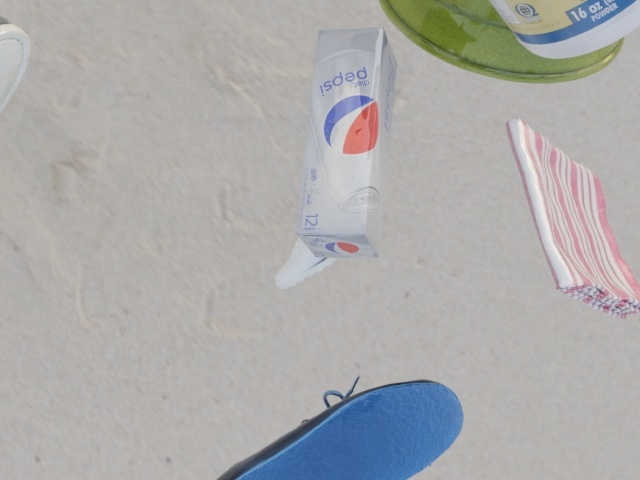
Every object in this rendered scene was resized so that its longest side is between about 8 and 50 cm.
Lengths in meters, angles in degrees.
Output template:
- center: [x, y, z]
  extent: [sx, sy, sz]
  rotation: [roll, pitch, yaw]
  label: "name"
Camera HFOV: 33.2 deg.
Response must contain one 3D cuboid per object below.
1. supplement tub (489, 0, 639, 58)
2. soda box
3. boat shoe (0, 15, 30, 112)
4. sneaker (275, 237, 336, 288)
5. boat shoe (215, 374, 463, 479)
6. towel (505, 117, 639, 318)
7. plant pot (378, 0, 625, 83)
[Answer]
- center: [0.152, -0.242, 0.743]
  extent: [0.144, 0.144, 0.200]
  rotation: [-46, 117, -3]
  label: "supplement tub"
- center: [0.036, -0.125, 1.375]
  extent: [0.098, 0.091, 0.286]
  rotation: [53, 41, -65]
  label: "soda box"
- center: [-0.386, -0.105, 0.959]
  extent: [0.319, 0.116, 0.099]
  rotation: [-40, 81, 25]
  label: "boat shoe"
- center: [0.000, 0.000, 1.920]
  extent: [0.235, 0.090, 0.095]
  rotation: [-38, 91, 19]
  label: "sneaker"
- center: [0.003, 0.188, 0.982]
  extent: [0.258, 0.089, 0.109]
  rotation: [-18, 94, -16]
  label: "boat shoe"
- center: [0.213, -0.015, 0.880]
  extent: [0.029, 0.144, 0.197]
  rotation: [-25, 158, 25]
  label: "towel"
- center: [0.283, -0.461, 1.425]
  extent: [0.366, 0.366, 0.353]
  rotation: [-12, 140, -21]
  label: "plant pot"
